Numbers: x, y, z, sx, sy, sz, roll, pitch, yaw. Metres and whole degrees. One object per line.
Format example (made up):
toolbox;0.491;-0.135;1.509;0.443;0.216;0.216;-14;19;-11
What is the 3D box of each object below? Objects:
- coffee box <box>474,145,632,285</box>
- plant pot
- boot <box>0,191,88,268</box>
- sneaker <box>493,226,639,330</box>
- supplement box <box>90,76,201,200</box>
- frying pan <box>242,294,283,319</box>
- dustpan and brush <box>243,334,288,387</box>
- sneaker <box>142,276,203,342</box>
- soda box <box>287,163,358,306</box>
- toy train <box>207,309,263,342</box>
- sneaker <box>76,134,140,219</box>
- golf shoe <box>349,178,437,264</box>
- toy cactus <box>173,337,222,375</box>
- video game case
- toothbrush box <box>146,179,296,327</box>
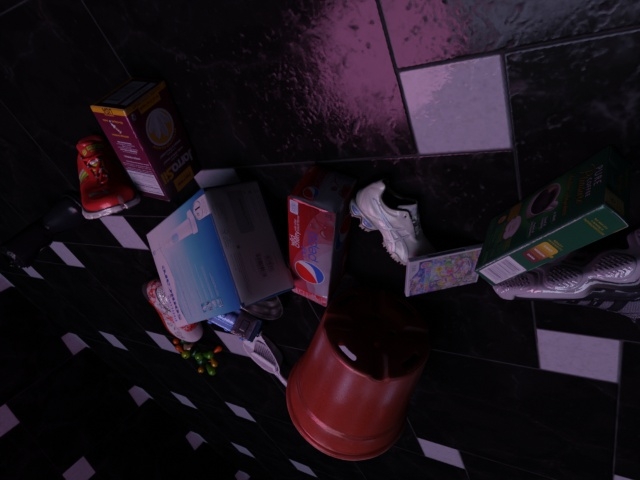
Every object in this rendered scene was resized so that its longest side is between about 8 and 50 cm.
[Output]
coffee box;0.276;-0.022;0.542;0.040;0.113;0.184;38;142;-6
plant pot;0.082;0.249;0.892;0.272;0.272;0.265;24;134;11
boot;-0.751;-0.020;1.216;0.246;0.207;0.094;-14;123;44
sneaker;0.375;0.072;0.582;0.269;0.101;0.153;-18;118;43
supplement box;-0.301;-0.177;0.794;0.081;0.104;0.188;13;140;24
frying pan;-0.219;0.124;1.121;0.326;0.053;0.197;-6;129;43
dustpan and brush;-0.144;0.372;1.340;0.211;0.060;0.147;40;143;-10
sneaker;-0.410;0.220;1.337;0.145;0.090;0.270;0;130;40
soda box;0.000;0.000;0.784;0.083;0.092;0.263;21;142;14
toy train;-0.237;0.206;1.185;0.184;0.080;0.105;28;166;1
sneaker;-0.434;-0.133;0.870;0.279;0.107;0.118;42;148;47
golf shoe;0.130;-0.022;0.691;0.176;0.069;0.086;39;137;-11
toy cactus;-0.431;0.364;1.532;0.219;0.112;0.180;47;160;-22
video game case;0.195;0.048;0.707;0.122;0.011;0.087;-11;137;-4
toothbrush box;-0.209;0.037;0.879;0.295;0.126;0.216;-24;84;47
